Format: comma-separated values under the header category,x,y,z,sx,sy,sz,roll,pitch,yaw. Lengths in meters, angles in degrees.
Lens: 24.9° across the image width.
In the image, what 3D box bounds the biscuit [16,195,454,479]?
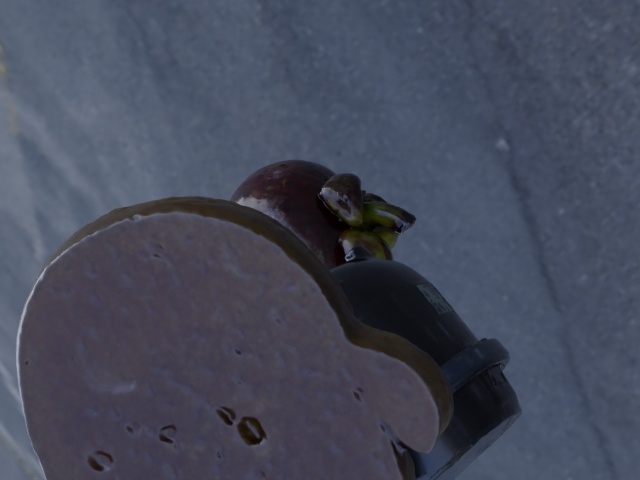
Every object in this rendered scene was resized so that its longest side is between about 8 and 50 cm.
category,x,y,z,sx,sy,sz,roll,pitch,yaw
biscuit,-0.062,0.153,1.156,0.070,0.350,0.394,-39,-64,-71

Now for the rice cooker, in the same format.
category,x,y,z,sx,sy,sz,roll,pitch,yaw
rice cooker,0.044,0.147,1.365,0.224,0.267,0.267,50,160,14

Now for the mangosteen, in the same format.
category,x,y,z,sx,sy,sz,roll,pitch,yaw
mangosteen,0.000,0.000,1.845,0.257,0.215,0.215,-6,127,28
